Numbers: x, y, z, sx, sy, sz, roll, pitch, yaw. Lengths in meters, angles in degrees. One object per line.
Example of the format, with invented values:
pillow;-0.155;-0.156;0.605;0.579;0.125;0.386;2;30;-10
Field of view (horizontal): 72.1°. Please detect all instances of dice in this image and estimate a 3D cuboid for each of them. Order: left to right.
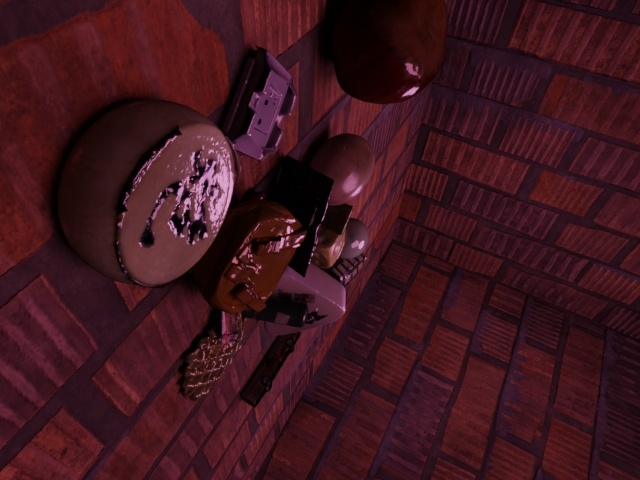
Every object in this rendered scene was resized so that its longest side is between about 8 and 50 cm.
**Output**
dice;0.000;0.000;1.836;0.169;0.170;0.166;-59;163;-27

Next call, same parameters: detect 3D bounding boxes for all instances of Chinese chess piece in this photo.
Chinese chess piece;-0.302;-0.083;0.827;0.349;0.147;0.349;-56;162;-30

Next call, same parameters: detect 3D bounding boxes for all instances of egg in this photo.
egg;0.139;-0.013;2.191;0.283;0.203;0.202;-24;135;-63

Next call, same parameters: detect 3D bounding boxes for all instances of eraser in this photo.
eraser;-0.099;0.190;1.659;0.149;0.332;0.331;-81;-177;-57

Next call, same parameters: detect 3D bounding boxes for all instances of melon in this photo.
melon;0.076;-0.265;1.621;0.316;0.223;0.223;-55;160;-33

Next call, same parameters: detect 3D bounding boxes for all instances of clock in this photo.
clock;-0.148;-0.323;1.089;0.253;0.084;0.186;-68;163;6

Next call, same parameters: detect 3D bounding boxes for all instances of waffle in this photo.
waffle;-0.350;0.383;1.468;0.309;0.056;0.291;-50;156;-47

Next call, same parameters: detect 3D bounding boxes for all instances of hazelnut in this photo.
hazelnut;0.203;-0.627;1.379;0.359;0.360;0.409;87;26;-56

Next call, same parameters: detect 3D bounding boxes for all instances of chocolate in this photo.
chocolate;-0.294;0.238;1.390;0.086;0.028;0.182;-9;100;-55

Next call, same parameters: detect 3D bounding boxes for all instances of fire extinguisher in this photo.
fire extinguisher;-0.125;0.255;1.567;0.118;0.295;0.093;108;-8;-49

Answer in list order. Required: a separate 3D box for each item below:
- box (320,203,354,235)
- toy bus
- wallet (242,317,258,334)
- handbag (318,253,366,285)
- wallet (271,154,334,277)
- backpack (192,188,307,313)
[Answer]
box;0.020;-0.110;1.705;0.121;0.193;0.030;-67;166;1
toy bus;-0.224;0.584;2.068;0.408;0.092;0.093;-55;163;-33
wallet;-0.257;0.289;1.663;0.153;0.039;0.117;-42;153;-52
handbag;0.066;0.213;2.315;0.325;0.163;0.326;-35;160;-54
wallet;-0.081;-0.080;1.377;0.041;0.247;0.322;-3;118;-44
backpack;-0.198;0.030;1.206;0.353;0.201;0.378;-63;166;-7
